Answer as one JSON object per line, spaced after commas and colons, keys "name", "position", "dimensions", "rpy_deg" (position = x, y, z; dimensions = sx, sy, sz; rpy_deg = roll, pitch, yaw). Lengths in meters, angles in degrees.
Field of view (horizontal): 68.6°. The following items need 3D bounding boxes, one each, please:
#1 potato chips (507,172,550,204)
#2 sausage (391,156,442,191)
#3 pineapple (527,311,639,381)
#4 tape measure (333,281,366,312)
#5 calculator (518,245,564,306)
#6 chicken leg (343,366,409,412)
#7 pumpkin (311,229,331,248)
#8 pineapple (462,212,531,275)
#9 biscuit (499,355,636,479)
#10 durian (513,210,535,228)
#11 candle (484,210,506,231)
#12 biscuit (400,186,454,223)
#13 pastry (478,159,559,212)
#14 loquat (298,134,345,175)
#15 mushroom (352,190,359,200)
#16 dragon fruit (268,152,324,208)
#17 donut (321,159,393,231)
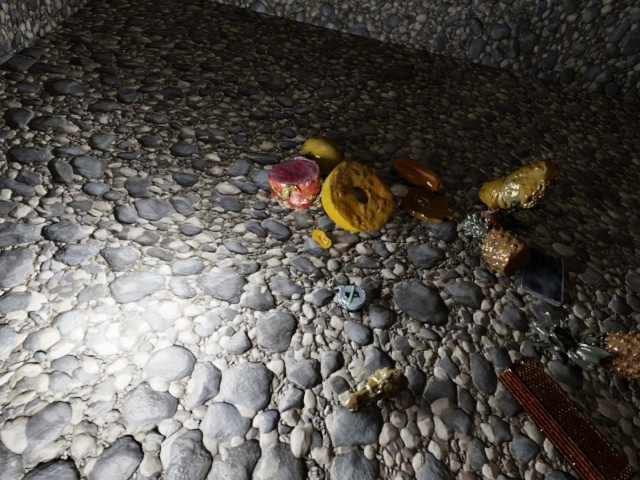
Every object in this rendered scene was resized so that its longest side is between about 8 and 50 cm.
{"name": "potato chips", "position": [0.922, -0.223, 2.101], "dimensions": [0.208, 0.061, 0.195], "rpy_deg": [28, 50, 11]}
{"name": "sausage", "position": [0.413, -0.280, 1.997], "dimensions": [0.238, 0.098, 0.098], "rpy_deg": [35, 47, 20]}
{"name": "pineapple", "position": [0.843, 0.335, 1.466], "dimensions": [0.365, 0.165, 0.165], "rpy_deg": [11, 43, 8]}
{"name": "tape measure", "position": [0.098, 0.180, 1.468], "dimensions": [0.091, 0.054, 0.094], "rpy_deg": [-11, 47, -17]}
{"name": "calculator", "position": [0.830, 0.123, 1.753], "dimensions": [0.161, 0.021, 0.261], "rpy_deg": [25, 44, 10]}
{"name": "chicken leg", "position": [0.144, 0.400, 1.256], "dimensions": [0.198, 0.069, 0.085], "rpy_deg": [-22, 78, -25]}
{"name": "pumpkin", "position": [0.000, 0.000, 1.642], "dimensions": [0.050, 0.028, 0.083], "rpy_deg": [-26, 65, -33]}
{"name": "pineapple", "position": [0.633, 0.005, 1.745], "dimensions": [0.158, 0.157, 0.278], "rpy_deg": [-13, 40, -26]}
{"name": "biscuit", "position": [0.661, 0.498, 1.287], "dimensions": [0.107, 0.073, 0.388], "rpy_deg": [-14, 51, -29]}
{"name": "durian", "position": [0.840, -0.085, 1.926], "dimensions": [0.091, 0.080, 0.080], "rpy_deg": [13, 43, 6]}
{"name": "candle", "position": [0.705, -0.067, 1.892], "dimensions": [0.053, 0.048, 0.162], "rpy_deg": [22, 32, -38]}
{"name": "biscuit", "position": [0.437, -0.132, 1.895], "dimensions": [0.215, 0.034, 0.182], "rpy_deg": [28, 46, 11]}
{"name": "pastry", "position": [0.805, -0.202, 1.891], "dimensions": [0.255, 0.311, 0.161], "rpy_deg": [-19, 86, -51]}
{"name": "loquat", "position": [0.013, -0.346, 1.914], "dimensions": [0.205, 0.149, 0.172], "rpy_deg": [-6, 42, -36]}
{"name": "mushroom", "position": [0.145, -0.199, 1.848], "dimensions": [0.223, 0.081, 0.092], "rpy_deg": [-28, 14, -32]}
{"name": "dragon fruit", "position": [-0.083, -0.208, 1.757], "dimensions": [0.211, 0.147, 0.282], "rpy_deg": [5, 36, 10]}
{"name": "donut", "position": [0.126, -0.153, 1.707], "dimensions": [0.278, 0.108, 0.277], "rpy_deg": [8, 74, -29]}
